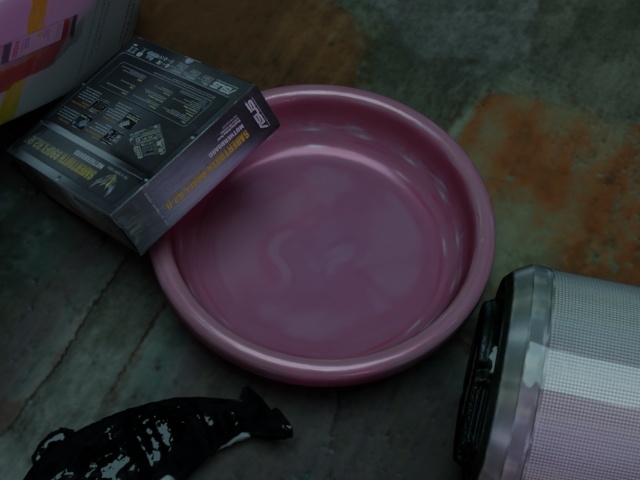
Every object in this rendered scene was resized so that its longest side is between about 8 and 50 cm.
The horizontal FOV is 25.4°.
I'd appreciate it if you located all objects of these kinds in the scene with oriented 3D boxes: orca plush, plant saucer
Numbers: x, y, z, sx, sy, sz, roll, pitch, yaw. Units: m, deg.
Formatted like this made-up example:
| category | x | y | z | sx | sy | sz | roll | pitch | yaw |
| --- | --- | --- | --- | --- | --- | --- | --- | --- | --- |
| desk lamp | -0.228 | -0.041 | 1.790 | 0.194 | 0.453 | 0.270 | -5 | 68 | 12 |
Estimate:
| category | x | y | z | sx | sy | sz | roll | pitch | yaw |
| --- | --- | --- | --- | --- | --- | --- | --- | --- | --- |
| orca plush | -0.160 | 0.197 | 1.222 | 0.287 | 0.102 | 0.151 | -15 | 60 | -13 |
| plant saucer | 0.000 | 0.000 | 1.370 | 0.332 | 0.084 | 0.332 | 2 | 58 | -3 |

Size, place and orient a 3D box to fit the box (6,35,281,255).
| category | x | y | z | sx | sy | sz | roll | pitch | yaw |
| --- | --- | --- | --- | --- | --- | --- | --- | --- | --- |
| box | -0.173 | -0.098 | 1.355 | 0.183 | 0.056 | 0.231 | -45 | 38 | -15 |

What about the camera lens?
| category | x | y | z | sx | sy | sz | roll | pitch | yaw |
| --- | --- | --- | --- | --- | --- | --- | --- | --- | --- |
| camera lens | 0.261 | 0.148 | 1.212 | 0.274 | 0.219 | 0.219 | 11 | 57 | 3 |

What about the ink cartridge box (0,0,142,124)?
| category | x | y | z | sx | sy | sz | roll | pitch | yaw |
| --- | --- | --- | --- | --- | --- | --- | --- | --- | --- |
| ink cartridge box | -0.381 | -0.240 | 1.355 | 0.279 | 0.160 | 0.384 | 28 | 29 | 13 |
